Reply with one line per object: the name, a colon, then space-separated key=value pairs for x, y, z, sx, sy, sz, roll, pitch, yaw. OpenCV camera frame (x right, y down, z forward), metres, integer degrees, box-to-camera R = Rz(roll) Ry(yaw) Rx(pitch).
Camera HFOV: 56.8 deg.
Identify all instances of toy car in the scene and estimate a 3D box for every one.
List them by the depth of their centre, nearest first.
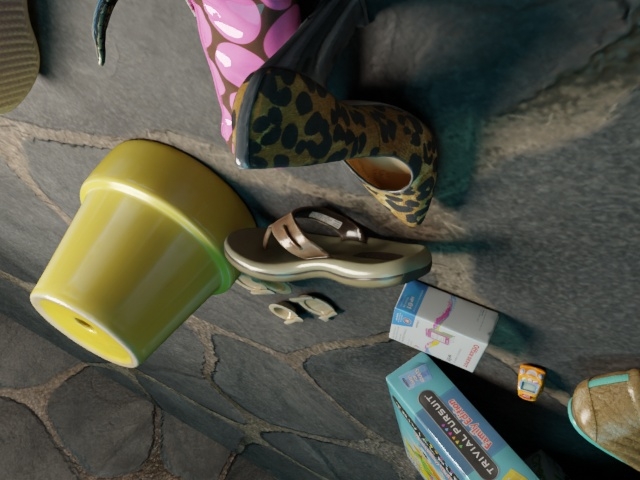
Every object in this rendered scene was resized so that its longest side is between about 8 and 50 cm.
toy car: x=0.317 y=0.211 z=0.792 sx=0.122 sy=0.040 sz=0.060 roll=24 pitch=149 yaw=11

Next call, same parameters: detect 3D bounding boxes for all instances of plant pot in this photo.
plant pot: x=-0.252 y=0.031 z=0.818 sx=0.254 sy=0.239 sz=0.254 roll=22 pitch=148 yaw=15

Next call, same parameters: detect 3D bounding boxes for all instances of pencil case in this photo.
pencil case: x=-0.062 y=-0.156 z=0.527 sx=0.098 sy=0.095 sz=0.209 roll=-10 pitch=141 yaw=-2

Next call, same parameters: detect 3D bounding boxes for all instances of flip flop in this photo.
flip flop: x=0.000 y=0.000 z=0.705 sx=0.277 sy=0.112 sz=0.080 roll=6 pitch=116 yaw=39

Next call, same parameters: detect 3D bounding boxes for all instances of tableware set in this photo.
tableware set: x=-0.062 y=0.090 z=0.944 sx=0.169 sy=0.020 sz=0.141 roll=37 pitch=151 yaw=-24

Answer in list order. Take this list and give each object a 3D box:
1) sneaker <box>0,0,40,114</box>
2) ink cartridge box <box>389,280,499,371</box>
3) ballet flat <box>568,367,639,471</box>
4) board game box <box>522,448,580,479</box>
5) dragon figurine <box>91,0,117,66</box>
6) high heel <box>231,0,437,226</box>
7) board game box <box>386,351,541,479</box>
sneaker: x=-0.395 y=-0.268 z=0.602 sx=0.150 sy=0.135 sz=0.366 roll=31 pitch=149 yaw=-7
ink cartridge box: x=0.158 y=0.111 z=0.769 sx=0.123 sy=0.052 sz=0.088 roll=20 pitch=148 yaw=14
ballet flat: x=0.461 y=0.257 z=0.695 sx=0.343 sy=0.116 sz=0.124 roll=36 pitch=130 yaw=-2
board game box: x=0.414 y=0.489 z=0.890 sx=0.193 sy=0.305 sz=0.053 roll=39 pitch=113 yaw=-15
dragon figurine: x=-0.020 y=-0.195 z=0.327 sx=0.085 sy=0.289 sz=0.144 roll=60 pitch=177 yaw=-37
high heel: x=0.019 y=-0.055 z=0.509 sx=0.093 sy=0.186 sz=0.261 roll=5 pitch=141 yaw=36
board game box: x=0.226 y=0.364 z=0.941 sx=0.253 sy=0.079 sz=0.336 roll=48 pitch=165 yaw=40
